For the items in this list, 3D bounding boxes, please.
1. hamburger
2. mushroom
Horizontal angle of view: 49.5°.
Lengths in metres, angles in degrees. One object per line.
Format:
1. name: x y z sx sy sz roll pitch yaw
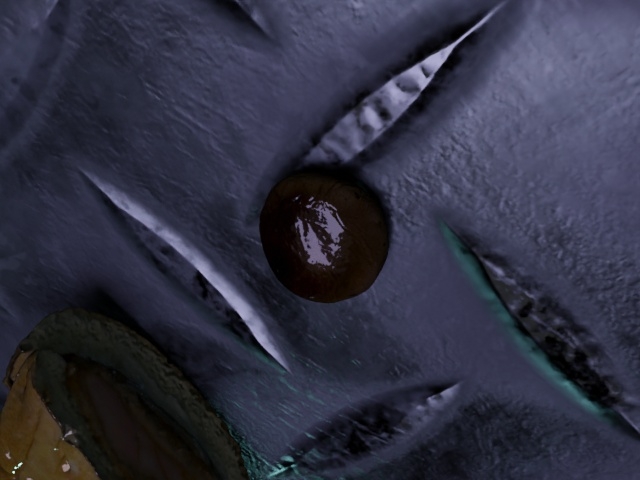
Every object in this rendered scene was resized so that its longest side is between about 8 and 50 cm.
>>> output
1. hamburger: -0.246 0.233 0.772 0.209 0.162 0.330 -22 113 34
2. mushroom: 0.000 0.000 0.595 0.123 0.052 0.123 8 122 12
